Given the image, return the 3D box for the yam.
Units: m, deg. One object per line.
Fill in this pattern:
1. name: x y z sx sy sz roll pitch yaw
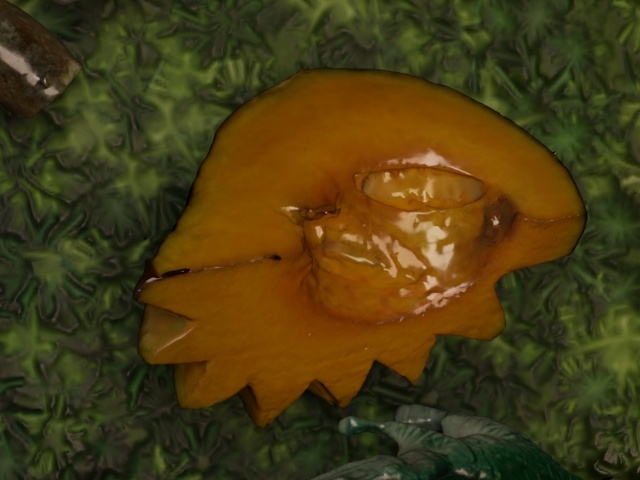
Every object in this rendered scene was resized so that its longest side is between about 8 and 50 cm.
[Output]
1. yam: -0.245 -0.159 0.854 0.274 0.061 0.061 39 84 -15

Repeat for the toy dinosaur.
1. toy dinosaur: 0.118 0.139 0.963 0.383 0.129 0.076 9 100 -41

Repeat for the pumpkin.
1. pumpkin: 0.000 0.000 0.922 0.254 0.149 0.130 -11 139 -18

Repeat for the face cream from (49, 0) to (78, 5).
1. face cream: -0.025 -0.227 0.897 0.314 0.089 0.143 -30 100 -19
